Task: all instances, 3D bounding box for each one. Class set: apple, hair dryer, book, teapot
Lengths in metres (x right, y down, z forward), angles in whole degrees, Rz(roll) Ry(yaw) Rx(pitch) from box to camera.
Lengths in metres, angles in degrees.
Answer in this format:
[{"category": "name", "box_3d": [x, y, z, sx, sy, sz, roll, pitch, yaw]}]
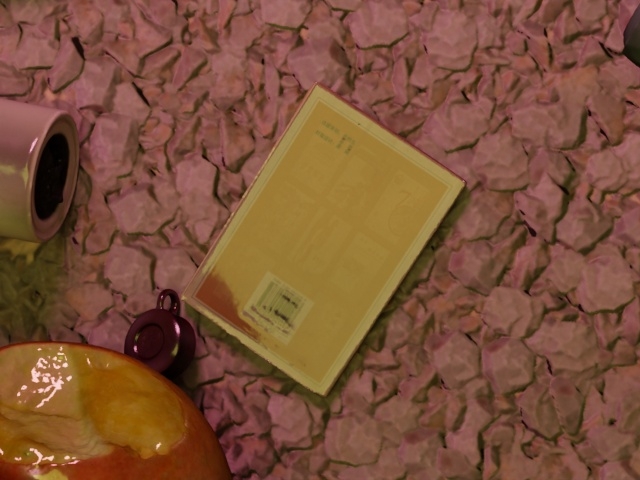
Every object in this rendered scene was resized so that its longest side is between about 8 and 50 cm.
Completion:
[{"category": "apple", "box_3d": [-0.229, 0.252, 1.734, 0.339, 0.339, 0.340, 1, 93, 13]}, {"category": "hair dryer", "box_3d": [-0.361, 0.039, 1.822, 0.203, 0.128, 0.362, 11, 82, 11]}, {"category": "book", "box_3d": [0.000, 0.000, 1.821, 0.170, 0.018, 0.242, 35, 100, 8]}, {"category": "teapot", "box_3d": [-0.146, 0.095, 1.846, 0.068, 0.045, 0.100, 1, 75, 34]}]

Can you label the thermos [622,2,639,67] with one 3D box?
[{"category": "thermos", "box_3d": [0.396, -0.127, 1.668, 0.286, 0.145, 0.182, 38, 132, 8]}]
